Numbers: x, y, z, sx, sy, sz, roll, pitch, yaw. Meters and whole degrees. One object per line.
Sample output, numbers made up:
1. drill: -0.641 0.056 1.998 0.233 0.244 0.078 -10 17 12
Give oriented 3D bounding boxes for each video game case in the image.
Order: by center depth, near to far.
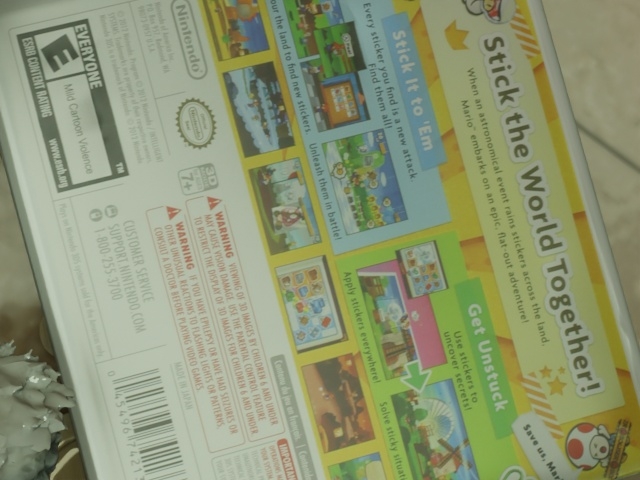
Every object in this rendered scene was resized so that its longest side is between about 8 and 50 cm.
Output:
1. video game case: 0.000 0.000 0.571 0.206 0.026 0.227 -15 87 -10

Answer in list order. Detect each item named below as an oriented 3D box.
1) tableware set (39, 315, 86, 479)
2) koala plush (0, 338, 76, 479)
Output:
1. tableware set: -0.038 0.056 0.586 0.168 0.020 0.141 0 90 -5
2. koala plush: -0.176 0.109 0.428 0.221 0.203 0.196 -3 90 -12
